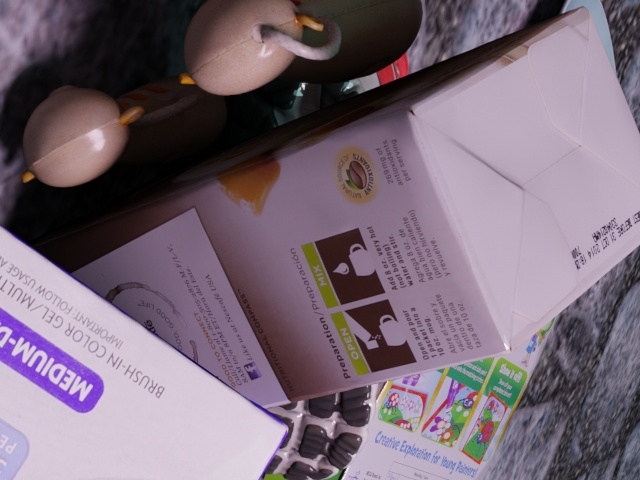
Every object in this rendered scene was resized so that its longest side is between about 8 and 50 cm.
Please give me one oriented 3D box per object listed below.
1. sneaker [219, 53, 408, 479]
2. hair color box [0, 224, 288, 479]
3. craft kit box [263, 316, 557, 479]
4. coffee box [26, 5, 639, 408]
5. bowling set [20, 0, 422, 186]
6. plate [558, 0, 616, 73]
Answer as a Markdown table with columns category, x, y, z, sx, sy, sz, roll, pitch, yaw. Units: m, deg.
| category | x | y | z | sx | sy | sz | roll | pitch | yaw |
| --- | --- | --- | --- | --- | --- | --- | --- | --- | --- |
| sneaker | 0.006 | 0.009 | 0.877 | 0.118 | 0.107 | 0.279 | -50 | 155 | -54 |
| hair color box | -0.182 | 0.153 | 0.549 | 0.185 | 0.110 | 0.339 | 37 | 76 | -19 |
| craft kit box | 0.083 | 0.078 | 1.117 | 0.247 | 0.061 | 0.250 | -62 | 153 | -2 |
| coffee box | 0.000 | 0.000 | 0.687 | 0.141 | 0.246 | 0.098 | -31 | 100 | -48 |
| bowling set | -0.028 | -0.146 | 0.650 | 0.154 | 0.287 | 0.200 | -23 | 89 | -63 |
| plate | 0.176 | -0.084 | 1.135 | 0.188 | 0.024 | 0.188 | 1 | 90 | -66 |
